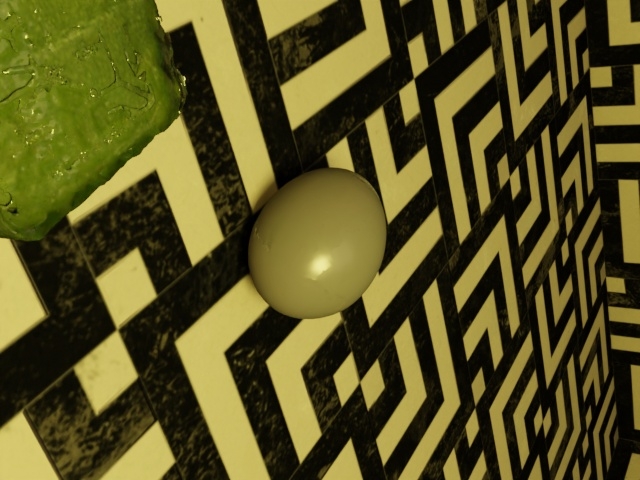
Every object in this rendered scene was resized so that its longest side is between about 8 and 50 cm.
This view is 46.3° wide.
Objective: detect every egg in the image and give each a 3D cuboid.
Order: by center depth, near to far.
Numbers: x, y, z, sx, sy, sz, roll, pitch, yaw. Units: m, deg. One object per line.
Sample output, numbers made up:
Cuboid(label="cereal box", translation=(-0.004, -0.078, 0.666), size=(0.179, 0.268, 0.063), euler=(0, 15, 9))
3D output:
Cuboid(label="egg", translation=(0.000, 0.000, 0.837), size=(0.199, 0.146, 0.147), euler=(-58, 138, -45))

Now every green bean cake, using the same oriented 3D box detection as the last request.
Cuboid(label="green bean cake", translation=(-0.212, -0.125, 0.536), size=(0.214, 0.113, 0.201), euler=(-50, 135, -41))
